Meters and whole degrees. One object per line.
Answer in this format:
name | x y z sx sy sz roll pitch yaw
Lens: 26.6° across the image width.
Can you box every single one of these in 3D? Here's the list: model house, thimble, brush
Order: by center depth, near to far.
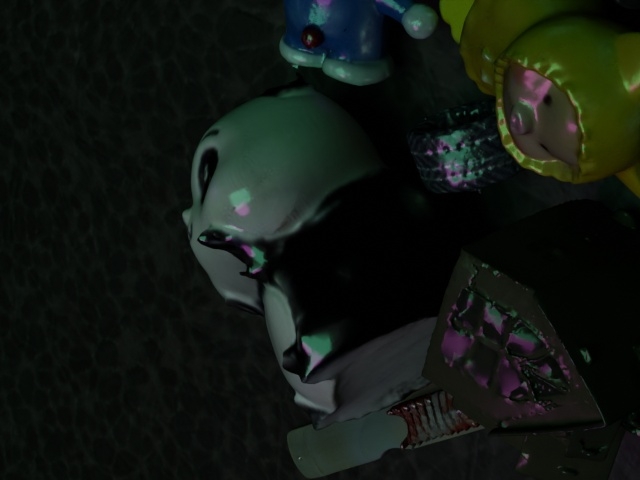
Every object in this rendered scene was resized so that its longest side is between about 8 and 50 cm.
model house | 0.238 0.116 1.108 0.243 0.211 0.204 31 123 33
thimble | 0.134 -0.085 1.220 0.104 0.095 0.066 5 119 54
brush | 0.069 0.196 1.401 0.321 0.050 0.060 -26 87 44

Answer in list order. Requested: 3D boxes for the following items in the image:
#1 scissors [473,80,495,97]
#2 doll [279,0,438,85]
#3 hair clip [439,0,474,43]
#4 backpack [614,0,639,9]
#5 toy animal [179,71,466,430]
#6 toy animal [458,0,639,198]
scissors | 0.224 -0.109 1.193 0.220 0.017 0.088 29 122 35
doll | 0.021 -0.275 1.259 0.215 0.161 0.257 20 132 23
hair clip | 0.174 -0.193 1.195 0.173 0.046 0.072 23 118 37
backpack | 0.303 -0.218 0.962 0.253 0.207 0.140 33 122 21
toy animal | 0.000 0.000 1.294 0.251 0.251 0.310 -51 59 39
toy animal | 0.188 -0.140 1.057 0.230 0.156 0.156 61 137 44
